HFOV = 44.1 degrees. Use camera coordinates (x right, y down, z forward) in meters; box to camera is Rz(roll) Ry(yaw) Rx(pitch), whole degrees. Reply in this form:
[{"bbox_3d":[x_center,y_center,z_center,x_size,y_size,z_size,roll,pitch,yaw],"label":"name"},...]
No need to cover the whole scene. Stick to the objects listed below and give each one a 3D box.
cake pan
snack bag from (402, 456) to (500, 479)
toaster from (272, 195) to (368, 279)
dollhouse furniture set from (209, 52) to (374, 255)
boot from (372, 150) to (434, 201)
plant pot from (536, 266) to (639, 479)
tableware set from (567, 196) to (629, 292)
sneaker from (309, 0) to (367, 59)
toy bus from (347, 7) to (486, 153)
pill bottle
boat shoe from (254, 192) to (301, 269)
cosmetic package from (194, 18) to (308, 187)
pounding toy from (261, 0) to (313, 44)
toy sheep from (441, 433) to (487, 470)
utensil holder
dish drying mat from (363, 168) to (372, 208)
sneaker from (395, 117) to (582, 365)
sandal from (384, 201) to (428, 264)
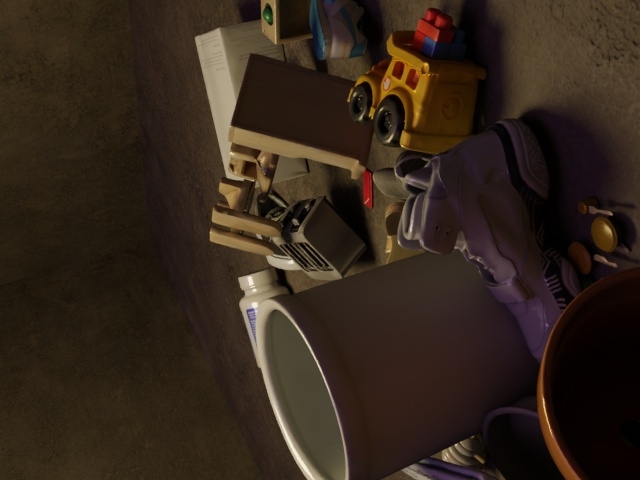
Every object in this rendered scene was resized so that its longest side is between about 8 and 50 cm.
[{"bbox_3d":[0.370,0.337,1.146,0.293,0.054,0.293,37,152,24],"label":"cake pan"},{"bbox_3d":[0.305,0.449,1.272,0.342,0.037,0.323,35,162,-10],"label":"snack bag"},{"bbox_3d":[0.000,0.000,1.757,0.186,0.110,0.168,46,159,-19],"label":"toaster"},{"bbox_3d":[-0.053,-0.186,1.611,0.394,0.256,0.362,119,165,-71],"label":"dollhouse furniture set"},{"bbox_3d":[0.152,-0.105,1.344,0.076,0.189,0.208,-58,30,1],"label":"boot"},{"bbox_3d":[0.377,0.197,0.888,0.203,0.290,0.291,81,163,-65],"label":"plant pot"},{"bbox_3d":[0.374,0.018,1.070,0.104,0.024,0.154,-151,47,-64],"label":"tableware set"},{"bbox_3d":[0.031,-0.426,1.485,0.087,0.092,0.229,105,161,-57],"label":"sneaker"},{"bbox_3d":[0.154,-0.262,1.247,0.220,0.149,0.212,48,134,51],"label":"toy bus"},{"bbox_3d":[-0.146,0.220,2.289,0.152,0.152,0.272,-12,95,68],"label":"pill bottle"},{"bbox_3d":[-0.111,-0.030,2.057,0.335,0.121,0.119,41,147,56],"label":"boat shoe"},{"bbox_3d":[-0.171,-0.333,1.940,0.217,0.156,0.385,20,126,64],"label":"cosmetic package"},{"bbox_3d":[-0.077,-0.485,1.614,0.100,0.141,0.130,50,149,44],"label":"pounding toy"},{"bbox_3d":[0.277,0.399,1.504,0.091,0.091,0.132,55,138,38],"label":"toy sheep"},{"bbox_3d":[0.132,0.194,1.289,0.327,0.385,0.328,47,146,46],"label":"utensil holder"},{"bbox_3d":[0.098,-0.109,1.650,0.032,0.008,0.083,44,145,52],"label":"dish drying mat"},{"bbox_3d":[0.233,0.024,1.131,0.137,0.210,0.366,-177,72,-80],"label":"sneaker"},{"bbox_3d":[0.165,-0.002,1.500,0.240,0.088,0.079,76,-162,-47],"label":"sandal"}]
